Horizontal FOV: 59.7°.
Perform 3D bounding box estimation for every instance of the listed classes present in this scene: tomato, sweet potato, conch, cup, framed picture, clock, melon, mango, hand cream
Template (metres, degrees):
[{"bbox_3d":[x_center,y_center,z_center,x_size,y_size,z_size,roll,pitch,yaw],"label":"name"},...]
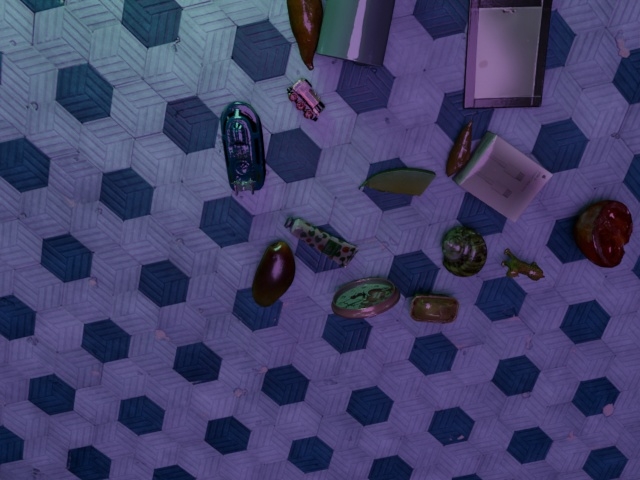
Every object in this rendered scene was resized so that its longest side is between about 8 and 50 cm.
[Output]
[{"bbox_3d":[0.963,-0.025,1.935,0.200,0.140,0.233,46,68,-22],"label":"tomato"},{"bbox_3d":[-0.047,-0.700,1.686,0.112,0.112,0.358,-7,106,1],"label":"sweet potato"},{"bbox_3d":[0.495,0.046,1.954,0.182,0.124,0.187,32,113,-9],"label":"conch"},{"bbox_3d":[0.116,-0.684,1.647,0.206,0.205,0.311,10,107,-5],"label":"cup"},{"bbox_3d":[0.596,-0.599,1.787,0.265,0.016,0.346,-3,110,0],"label":"framed picture"},{"bbox_3d":[0.156,0.205,1.936,0.245,0.244,0.056,-14,111,3],"label":"clock"},{"bbox_3d":[0.470,-0.303,1.861,0.068,0.060,0.205,25,117,25],"label":"sweet potato"},{"bbox_3d":[0.261,-0.198,1.913,0.262,0.053,0.113,-3,128,3],"label":"melon"},{"bbox_3d":[-0.163,0.130,1.973,0.133,0.111,0.267,14,114,-18],"label":"mango"},{"bbox_3d":[0.000,0.000,1.962,0.276,0.059,0.095,29,108,-16],"label":"hand cream"}]

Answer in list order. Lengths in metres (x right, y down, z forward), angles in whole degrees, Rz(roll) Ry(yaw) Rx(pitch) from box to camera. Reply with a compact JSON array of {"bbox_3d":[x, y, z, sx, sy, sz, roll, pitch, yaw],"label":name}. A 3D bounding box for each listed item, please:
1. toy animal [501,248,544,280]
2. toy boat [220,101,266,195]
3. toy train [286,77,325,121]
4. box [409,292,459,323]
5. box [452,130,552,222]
[{"bbox_3d":[0.729,0.109,1.975,0.182,0.136,0.073,23,107,-10],"label":"toy animal"},{"bbox_3d":[-0.257,-0.301,1.831,0.134,0.092,0.298,-4,110,3],"label":"toy boat"},{"bbox_3d":[-0.044,-0.453,1.802,0.087,0.050,0.138,-41,106,8],"label":"toy train"},{"bbox_3d":[0.412,0.246,2.032,0.177,0.111,0.111,4,109,-3],"label":"box"},{"bbox_3d":[0.608,-0.215,1.878,0.252,0.106,0.203,32,104,-13],"label":"box"}]
